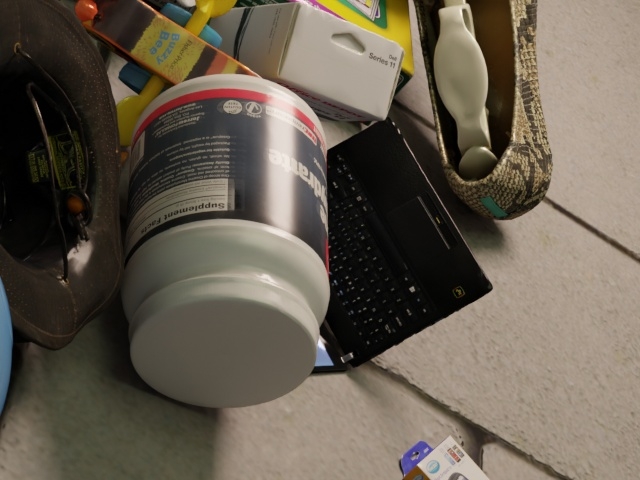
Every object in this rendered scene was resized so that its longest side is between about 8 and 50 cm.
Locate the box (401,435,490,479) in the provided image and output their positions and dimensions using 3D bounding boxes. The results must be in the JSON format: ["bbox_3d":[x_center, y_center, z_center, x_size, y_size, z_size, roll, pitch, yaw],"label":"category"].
[{"bbox_3d":[0.140,0.254,1.904,0.136,0.028,0.081,50,33,6],"label":"box"}]

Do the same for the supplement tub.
[{"bbox_3d":[-0.087,-0.002,1.776,0.191,0.191,0.272,25,44,-28],"label":"supplement tub"}]

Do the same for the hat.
[{"bbox_3d":[-0.277,-0.058,1.563,0.331,0.134,0.331,-6,90,-73],"label":"hat"}]

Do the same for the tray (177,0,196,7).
[{"bbox_3d":[-0.114,-0.345,2.112,0.145,0.030,0.270,50,36,6],"label":"tray"}]

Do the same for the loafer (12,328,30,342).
[{"bbox_3d":[-0.304,0.037,1.631,0.170,0.062,0.061,25,32,-29],"label":"loafer"}]

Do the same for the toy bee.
[{"bbox_3d":[-0.177,-0.189,1.899,0.162,0.298,0.195,40,61,-68],"label":"toy bee"}]

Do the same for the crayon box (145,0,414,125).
[{"bbox_3d":[-0.065,-0.342,2.292,0.363,0.106,0.313,28,34,-23],"label":"crayon box"}]

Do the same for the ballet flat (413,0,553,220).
[{"bbox_3d":[0.180,-0.266,2.293,0.182,0.164,0.483,25,55,-64],"label":"ballet flat"}]

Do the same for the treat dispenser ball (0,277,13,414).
[{"bbox_3d":[-0.356,0.074,1.312,0.288,0.288,0.288,29,35,-23],"label":"treat dispenser ball"}]

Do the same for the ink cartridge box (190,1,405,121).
[{"bbox_3d":[-0.035,-0.188,2.049,0.153,0.208,0.087,19,81,-34],"label":"ink cartridge box"}]

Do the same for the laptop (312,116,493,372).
[{"bbox_3d":[0.000,0.000,1.936,0.234,0.264,0.136,61,-1,24],"label":"laptop"}]

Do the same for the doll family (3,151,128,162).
[{"bbox_3d":[-0.263,-0.093,1.767,0.163,0.118,0.263,36,32,-14],"label":"doll family"}]
